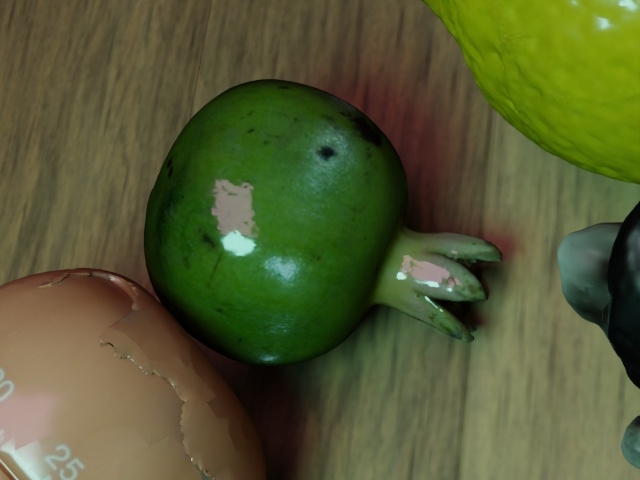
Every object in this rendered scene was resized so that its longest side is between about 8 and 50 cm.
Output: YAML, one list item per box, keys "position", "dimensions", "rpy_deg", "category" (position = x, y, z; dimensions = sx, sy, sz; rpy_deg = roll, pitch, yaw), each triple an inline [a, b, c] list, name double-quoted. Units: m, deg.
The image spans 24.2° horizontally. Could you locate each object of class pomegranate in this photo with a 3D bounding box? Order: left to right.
- position: [0.001, -0.001, 0.946]
  dimensions: [0.225, 0.187, 0.187]
  rpy_deg: [21, 75, 7]
  category: "pomegranate"

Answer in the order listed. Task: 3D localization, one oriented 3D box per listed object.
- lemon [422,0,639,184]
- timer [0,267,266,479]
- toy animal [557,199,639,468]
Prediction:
- position: [0.222, -0.183, 0.823]
  dimensions: [0.336, 0.336, 0.336]
  rpy_deg: [-12, 60, 23]
  category: "lemon"
- position: [-0.154, 0.135, 0.914]
  dimensions: [0.215, 0.229, 0.229]
  rpy_deg: [-36, 53, -4]
  category: "timer"
- position: [0.262, 0.047, 0.688]
  dimensions: [0.344, 0.302, 0.194]
  rpy_deg: [20, 73, 34]
  category: "toy animal"
